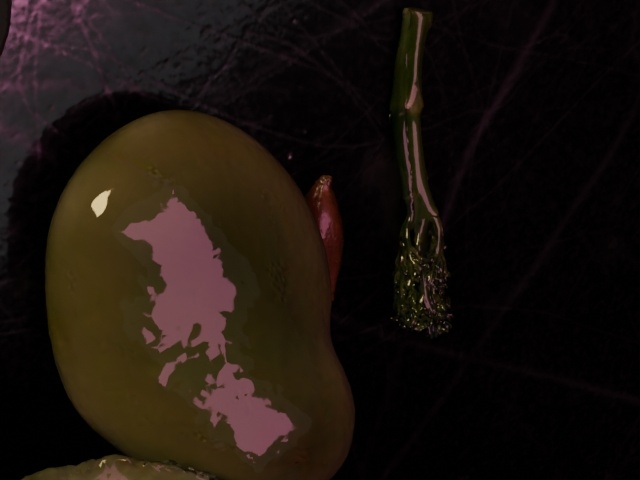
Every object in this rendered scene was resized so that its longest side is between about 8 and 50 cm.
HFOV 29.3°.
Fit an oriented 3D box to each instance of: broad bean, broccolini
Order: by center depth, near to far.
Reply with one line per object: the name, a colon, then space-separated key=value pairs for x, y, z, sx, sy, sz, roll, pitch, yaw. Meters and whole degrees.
broad bean: x=-0.079 y=0.048 z=0.785 sx=0.189 sy=0.121 sz=0.263 roll=-22 pitch=102 yaw=-19
broccolini: x=0.070 y=-0.047 z=0.883 sx=0.054 sy=0.051 sz=0.239 roll=-9 pitch=104 yaw=-23

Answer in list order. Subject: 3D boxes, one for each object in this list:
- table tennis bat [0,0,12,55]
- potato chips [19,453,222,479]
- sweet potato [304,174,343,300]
table tennis bat: x=-0.258 y=-0.171 z=0.641 sx=0.138 sy=0.022 sz=0.246 roll=-36 pitch=123 yaw=-17
potato chips: x=-0.094 y=0.307 z=0.816 sx=0.429 sy=0.070 sz=0.358 roll=23 pitch=114 yaw=-27
sweet potato: x=0.000 y=0.000 z=0.854 sx=0.034 sy=0.034 sz=0.095 roll=-15 pitch=112 yaw=-28
